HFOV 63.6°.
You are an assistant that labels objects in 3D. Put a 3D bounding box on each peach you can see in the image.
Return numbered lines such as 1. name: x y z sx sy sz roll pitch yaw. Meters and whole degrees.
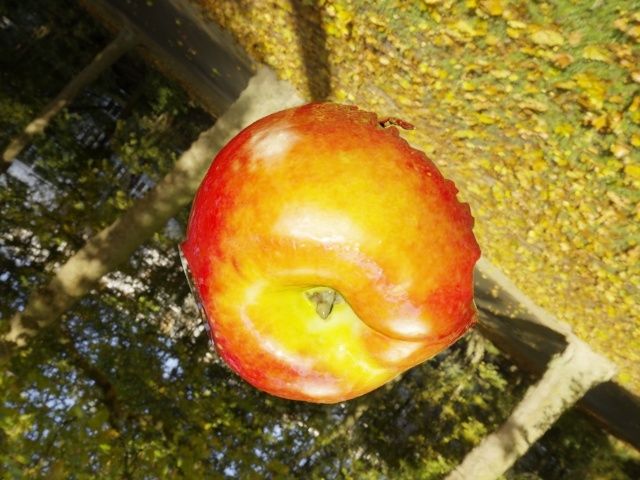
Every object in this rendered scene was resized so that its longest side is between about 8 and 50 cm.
1. peach: -0.011 0.012 0.636 0.406 0.310 0.335 -126 19 -58
